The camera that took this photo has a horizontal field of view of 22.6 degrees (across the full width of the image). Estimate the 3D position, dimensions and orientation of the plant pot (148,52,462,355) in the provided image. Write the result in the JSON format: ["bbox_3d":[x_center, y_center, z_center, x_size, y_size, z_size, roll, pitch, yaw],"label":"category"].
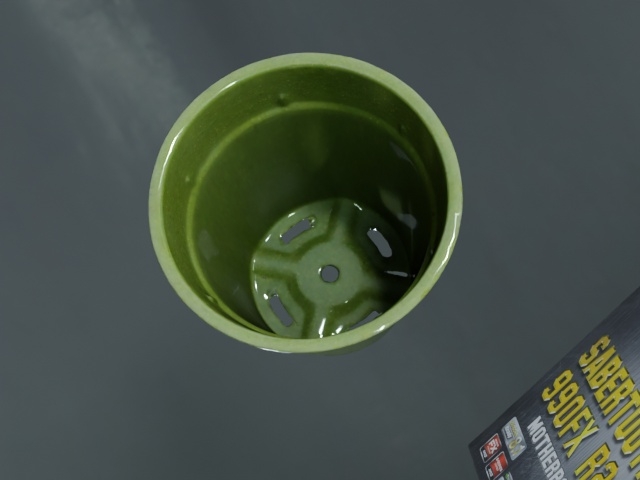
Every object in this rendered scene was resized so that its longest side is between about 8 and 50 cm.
[{"bbox_3d":[0.000,0.000,0.458,0.083,0.083,0.079,45,173,17],"label":"plant pot"}]

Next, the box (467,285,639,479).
[{"bbox_3d":[0.167,0.106,0.726,0.056,0.183,0.231,40,-165,-19],"label":"box"}]
